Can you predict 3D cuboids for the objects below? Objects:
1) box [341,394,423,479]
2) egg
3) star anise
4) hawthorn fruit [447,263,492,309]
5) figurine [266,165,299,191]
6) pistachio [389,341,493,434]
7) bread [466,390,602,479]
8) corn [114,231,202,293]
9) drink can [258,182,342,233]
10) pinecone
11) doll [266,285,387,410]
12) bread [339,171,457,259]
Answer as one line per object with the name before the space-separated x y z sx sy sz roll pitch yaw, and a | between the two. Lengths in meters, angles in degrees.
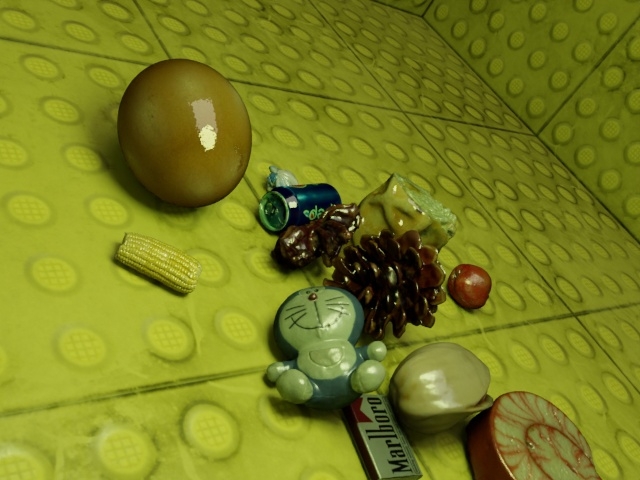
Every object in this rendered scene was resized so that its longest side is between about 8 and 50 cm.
box | 0.113 0.378 1.340 0.115 0.036 0.177 10 40 -36
egg | -0.289 -0.230 1.515 0.283 0.282 0.351 7 43 -38
star anise | 0.000 0.000 1.580 0.220 0.190 0.126 -26 82 -8
hawthorn fruit | 0.399 0.121 1.873 0.128 0.128 0.128 25 34 -18
figurine | -0.093 -0.135 1.788 0.114 0.079 0.114 57 1 -1
pistachio | 0.254 0.297 1.437 0.197 0.166 0.288 7 11 41
bread | 0.442 0.470 1.457 0.295 0.114 0.327 29 34 -12
corn | -0.310 0.041 1.355 0.165 0.063 0.085 25 58 -14
drink can | -0.046 -0.078 1.705 0.205 0.118 0.118 -11 55 -50
pinecone | 0.130 0.105 1.521 0.264 0.264 0.264 25 34 -18
doll | 0.006 0.198 1.349 0.228 0.154 0.258 -12 57 1
bread | 0.181 -0.017 1.729 0.238 0.252 0.196 20 31 -33
